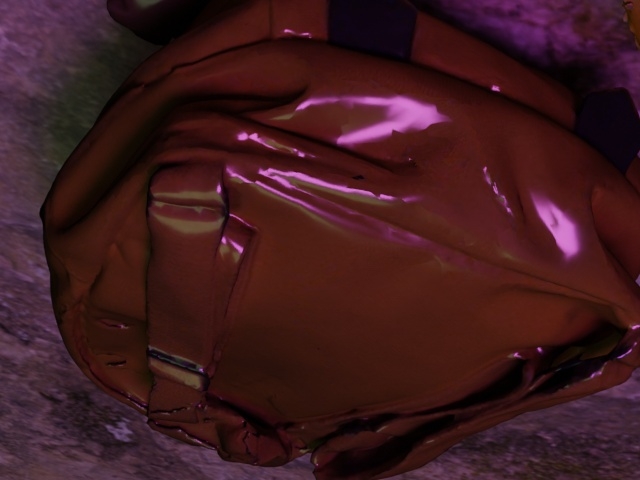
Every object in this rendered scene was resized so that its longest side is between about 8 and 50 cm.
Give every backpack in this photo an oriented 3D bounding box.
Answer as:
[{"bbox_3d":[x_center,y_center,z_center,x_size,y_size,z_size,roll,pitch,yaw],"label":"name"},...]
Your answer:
[{"bbox_3d":[-0.003,0.004,0.851,0.353,0.201,0.378,27,143,-22],"label":"backpack"}]

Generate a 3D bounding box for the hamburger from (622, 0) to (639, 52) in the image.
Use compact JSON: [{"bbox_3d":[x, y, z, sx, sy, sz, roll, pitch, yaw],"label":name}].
[{"bbox_3d":[0.236,-0.115,0.660,0.182,0.118,0.191,-11,144,39],"label":"hamburger"}]
